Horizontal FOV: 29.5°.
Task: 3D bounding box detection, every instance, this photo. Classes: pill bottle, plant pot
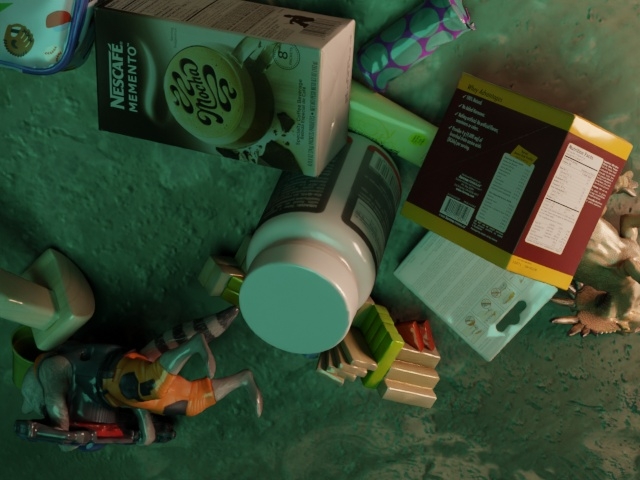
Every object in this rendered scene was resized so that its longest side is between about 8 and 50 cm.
[{"bbox_3d":[0.000,0.000,1.512,0.161,0.283,0.161,8,127,11],"label":"pill bottle"},{"bbox_3d":[-0.412,0.176,1.758,0.083,0.083,0.079,19,126,-4],"label":"plant pot"}]

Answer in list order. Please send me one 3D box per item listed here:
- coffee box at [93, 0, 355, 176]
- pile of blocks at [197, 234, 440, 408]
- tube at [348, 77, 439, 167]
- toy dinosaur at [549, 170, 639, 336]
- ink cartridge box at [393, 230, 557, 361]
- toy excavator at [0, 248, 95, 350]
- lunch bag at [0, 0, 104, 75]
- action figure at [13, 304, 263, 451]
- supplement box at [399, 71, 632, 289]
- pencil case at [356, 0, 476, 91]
[{"bbox_3d":[-0.119,-0.201,1.492,0.297,0.119,0.168,13,122,17],"label":"coffee box"},{"bbox_3d":[0.014,0.097,1.641,0.362,0.149,0.113,26,113,-6],"label":"pile of blocks"},{"bbox_3d":[0.064,-0.162,1.571,0.240,0.070,0.062,28,102,-9],"label":"tube"},{"bbox_3d":[0.343,0.017,1.600,0.296,0.127,0.200,50,138,-1],"label":"toy dinosaur"},{"bbox_3d":[0.209,0.049,1.632,0.179,0.045,0.145,43,111,7],"label":"ink cartridge box"},{"bbox_3d":[-0.540,-0.034,1.575,0.222,0.433,0.445,-40,77,19],"label":"toy excavator"},{"bbox_3d":[-0.409,-0.345,1.485,0.303,0.115,0.243,18,106,5],"label":"lunch bag"},{"bbox_3d":[-0.250,0.194,1.658,0.330,0.341,0.179,-6,79,16],"label":"action figure"},{"bbox_3d":[0.235,-0.074,1.481,0.129,0.191,0.194,18,99,-44],"label":"supplement box"},{"bbox_3d":[0.118,-0.251,1.527,0.151,0.064,0.070,-33,142,18],"label":"pencil case"}]
